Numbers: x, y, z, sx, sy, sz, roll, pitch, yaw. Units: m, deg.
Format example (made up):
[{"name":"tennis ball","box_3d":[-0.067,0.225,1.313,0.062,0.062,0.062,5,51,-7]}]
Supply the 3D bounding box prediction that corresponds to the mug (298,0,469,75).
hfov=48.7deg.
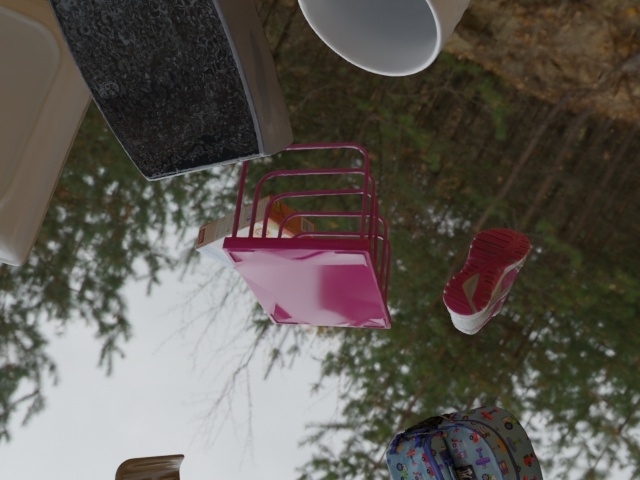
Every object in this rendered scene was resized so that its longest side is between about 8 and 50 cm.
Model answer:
[{"name":"mug","box_3d":[0.125,-0.532,1.212,0.276,0.328,0.374,2,144,51]}]

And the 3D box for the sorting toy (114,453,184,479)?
[{"name":"sorting toy","box_3d":[-0.270,0.431,1.019,0.041,0.228,0.307,-5,164,11]}]

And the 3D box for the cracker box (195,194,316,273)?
[{"name":"cracker box","box_3d":[-0.146,-0.007,1.606,0.156,0.232,0.067,34,-134,-40]}]

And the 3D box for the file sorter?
[{"name":"file sorter","box_3d":[0.000,0.000,1.105,0.202,0.182,0.290,1,153,12]}]

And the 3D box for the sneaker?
[{"name":"sneaker","box_3d":[0.309,0.075,1.336,0.103,0.111,0.252,28,-124,28]}]

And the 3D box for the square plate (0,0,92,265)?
[{"name":"square plate","box_3d":[-0.479,-0.184,0.878,0.348,0.343,0.049,21,173,-13]}]

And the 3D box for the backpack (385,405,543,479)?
[{"name":"backpack","box_3d":[0.193,0.302,0.924,0.117,0.173,0.158,-6,-107,-43]}]

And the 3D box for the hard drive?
[{"name":"hard drive","box_3d":[-0.138,-0.172,0.618,0.172,0.254,0.054,-9,-148,17]}]
